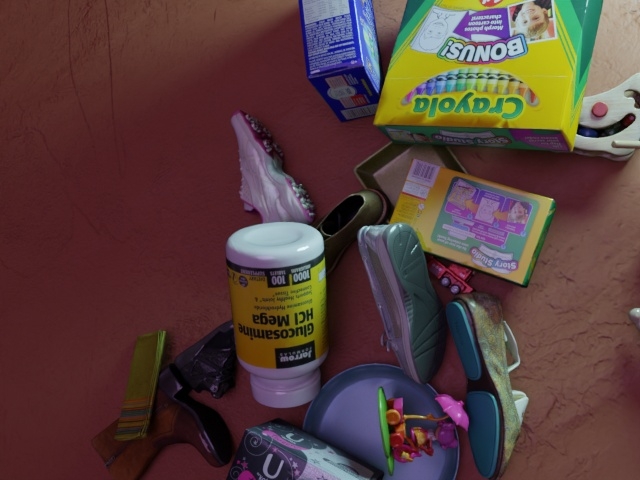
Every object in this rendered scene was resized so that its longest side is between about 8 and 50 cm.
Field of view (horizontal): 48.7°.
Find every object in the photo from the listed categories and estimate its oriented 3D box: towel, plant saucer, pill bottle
[{"bbox_3d":[-0.395,0.314,1.541,0.102,0.021,0.237,-16,56,36],"label":"towel"},{"bbox_3d":[0.118,0.404,1.399,0.318,0.044,0.317,-3,81,19],"label":"plant saucer"},{"bbox_3d":[0.193,-0.123,1.445,0.188,0.045,0.188,-35,73,11],"label":"plant saucer"},{"bbox_3d":[-0.078,0.146,1.378,0.188,0.188,0.333,3,111,19],"label":"pill bottle"}]

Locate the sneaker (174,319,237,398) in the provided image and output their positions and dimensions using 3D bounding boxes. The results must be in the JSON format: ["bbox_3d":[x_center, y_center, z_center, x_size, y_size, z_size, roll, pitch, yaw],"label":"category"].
[{"bbox_3d":[-0.198,0.250,1.507,0.228,0.087,0.130,-37,74,14],"label":"sneaker"}]

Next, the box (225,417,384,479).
[{"bbox_3d":[-0.031,0.456,1.333,0.247,0.163,0.142,21,91,20],"label":"box"}]

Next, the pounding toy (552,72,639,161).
[{"bbox_3d":[0.530,-0.233,1.287,0.270,0.155,0.154,11,91,20],"label":"pounding toy"}]

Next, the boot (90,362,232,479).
[{"bbox_3d":[-0.350,0.450,1.524,0.280,0.096,0.264,-46,72,9],"label":"boot"}]

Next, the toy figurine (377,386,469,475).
[{"bbox_3d":[0.196,0.350,1.310,0.159,0.130,0.173,-7,102,8],"label":"toy figurine"}]

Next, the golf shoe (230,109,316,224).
[{"bbox_3d":[-0.135,-0.141,1.527,0.140,0.115,0.306,-34,72,15],"label":"golf shoe"}]

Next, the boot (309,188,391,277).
[{"bbox_3d":[0.000,0.000,1.443,0.305,0.115,0.112,-43,72,24],"label":"boot"}]

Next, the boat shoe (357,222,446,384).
[{"bbox_3d":[0.152,0.119,1.336,0.103,0.118,0.320,0,114,48],"label":"boat shoe"}]

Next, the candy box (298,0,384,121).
[{"bbox_3d":[0.042,-0.437,1.423,0.122,0.268,0.317,-8,79,14],"label":"candy box"}]

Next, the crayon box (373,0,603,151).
[{"bbox_3d":[0.313,-0.336,1.339,0.363,0.106,0.313,8,75,33],"label":"crayon box"}]

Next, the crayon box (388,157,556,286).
[{"bbox_3d":[0.280,-0.034,1.334,0.279,0.081,0.165,20,89,21],"label":"crayon box"}]

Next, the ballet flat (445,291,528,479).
[{"bbox_3d":[0.325,0.265,1.317,0.123,0.123,0.348,-12,84,17],"label":"ballet flat"}]

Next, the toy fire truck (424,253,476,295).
[{"bbox_3d":[0.290,0.042,1.388,0.192,0.047,0.135,40,96,20],"label":"toy fire truck"}]

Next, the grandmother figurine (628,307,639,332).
[{"bbox_3d":[0.651,0.133,1.228,0.208,0.104,0.342,-12,76,26],"label":"grandmother figurine"}]
